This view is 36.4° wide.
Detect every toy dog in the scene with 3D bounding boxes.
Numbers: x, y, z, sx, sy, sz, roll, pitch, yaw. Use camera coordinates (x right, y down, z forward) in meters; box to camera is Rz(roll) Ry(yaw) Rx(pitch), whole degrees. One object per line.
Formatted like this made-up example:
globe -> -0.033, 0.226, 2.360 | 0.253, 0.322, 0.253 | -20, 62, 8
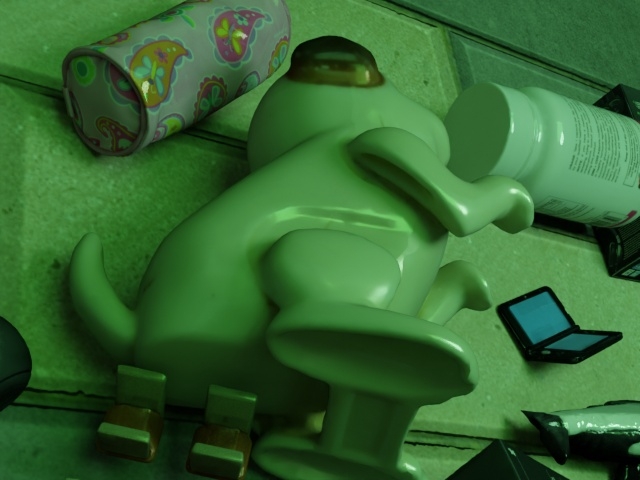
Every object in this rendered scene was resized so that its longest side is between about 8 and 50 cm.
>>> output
toy dog -> 0.000, 0.000, 0.947 | 0.395, 0.284, 0.408 | 8, 49, 11

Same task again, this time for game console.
game console -> 0.302, 0.103, 1.220 | 0.122, 0.107, 0.071 | -16, 100, -43

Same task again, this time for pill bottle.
pill bottle -> 0.311, -0.116, 1.312 | 0.283, 0.160, 0.160 | 11, 55, -33

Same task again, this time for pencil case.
pencil case -> -0.146, -0.191, 1.040 | 0.124, 0.124, 0.284 | 48, 43, -1

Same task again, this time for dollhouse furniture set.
dollhouse furniture set -> -0.087, 0.262, 0.756 | 0.259, 0.135, 0.262 | 12, 50, -2

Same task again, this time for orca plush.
orca plush -> 0.368, 0.253, 1.147 | 0.287, 0.151, 0.102 | 3, 91, -40

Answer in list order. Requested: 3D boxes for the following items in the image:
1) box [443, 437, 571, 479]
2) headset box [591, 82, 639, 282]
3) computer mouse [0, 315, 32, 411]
box -> 0.227, 0.335, 0.890 | 0.184, 0.103, 0.261 | 36, 21, -37
headset box -> 0.523, -0.083, 1.477 | 0.246, 0.131, 0.283 | 9, 56, -33
computer mouse -> -0.304, 0.148, 0.714 | 0.262, 0.060, 0.184 | -21, 75, -44
